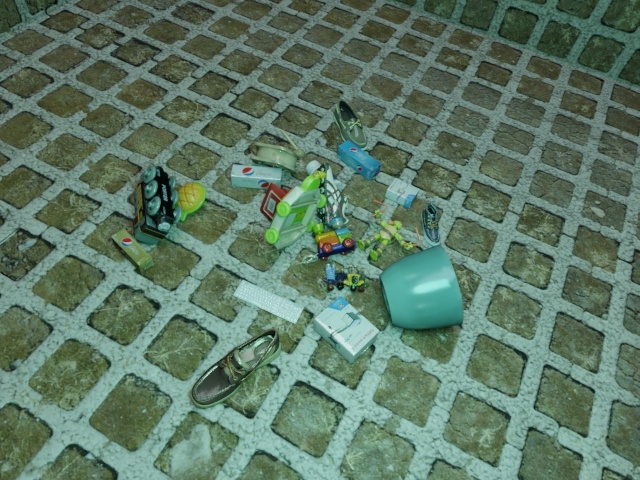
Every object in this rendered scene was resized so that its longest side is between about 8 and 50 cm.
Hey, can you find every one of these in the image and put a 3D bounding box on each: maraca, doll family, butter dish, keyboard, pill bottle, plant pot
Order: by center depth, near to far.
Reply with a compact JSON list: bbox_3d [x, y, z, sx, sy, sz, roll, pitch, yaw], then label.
[{"bbox_3d":[0.342,0.182,1.707,0.235,0.293,0.293,-13,55,1],"label":"plant pot"},{"bbox_3d":[-0.192,0.225,1.772,0.256,0.014,0.072,23,55,10],"label":"keyboard"},{"bbox_3d":[0.093,0.150,1.827,0.193,0.076,0.111,1,58,0],"label":"doll family"},{"bbox_3d":[-0.546,-0.160,1.967,0.127,0.099,0.185,40,85,25],"label":"maraca"},{"bbox_3d":[-0.149,-0.145,1.984,0.160,0.160,0.118,43,38,22],"label":"butter dish"},{"bbox_3d":[0.010,-0.273,2.111,0.094,0.094,0.169,-28,61,-24],"label":"pill bottle"}]

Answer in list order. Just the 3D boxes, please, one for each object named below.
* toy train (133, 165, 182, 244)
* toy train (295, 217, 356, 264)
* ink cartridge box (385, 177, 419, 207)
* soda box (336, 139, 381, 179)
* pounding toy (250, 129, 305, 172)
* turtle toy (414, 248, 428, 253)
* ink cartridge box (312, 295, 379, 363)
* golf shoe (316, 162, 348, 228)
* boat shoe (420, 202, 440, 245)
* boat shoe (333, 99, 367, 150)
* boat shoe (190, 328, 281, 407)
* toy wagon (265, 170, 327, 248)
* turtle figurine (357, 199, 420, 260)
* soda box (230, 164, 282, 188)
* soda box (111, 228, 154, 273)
[{"bbox_3d":[-0.655,-0.144,1.890,0.142,0.190,0.333,27,32,-46],"label":"toy train"},{"bbox_3d":[0.000,0.000,1.886,0.248,0.105,0.143,-14,70,-16],"label":"toy train"},{"bbox_3d":[0.361,-0.211,2.132,0.122,0.052,0.088,27,56,15],"label":"ink cartridge box"},{"bbox_3d":[0.176,-0.371,2.218,0.210,0.067,0.071,41,59,21],"label":"soda box"},{"bbox_3d":[-0.169,-0.393,2.122,0.270,0.154,0.154,15,87,24],"label":"pounding toy"},{"bbox_3d":[0.411,0.101,1.899,0.095,0.066,0.130,-24,60,-22],"label":"turtle toy"},{"bbox_3d":[0.089,0.314,1.698,0.191,0.082,0.140,39,59,22],"label":"ink cartridge box"},{"bbox_3d":[0.045,-0.187,2.005,0.120,0.105,0.272,-5,92,-21],"label":"golf shoe"},{"bbox_3d":[0.466,-0.069,2.019,0.065,0.083,0.183,-3,54,-9],"label":"boat shoe"},{"bbox_3d":[0.146,-0.562,2.340,0.109,0.091,0.305,-15,57,-17],"label":"boat shoe"},{"bbox_3d":[-0.272,0.402,1.564,0.342,0.123,0.123,-30,62,-25],"label":"boat shoe"},{"bbox_3d":[-0.079,-0.123,1.833,0.068,0.344,0.267,36,28,20],"label":"toy wagon"},{"bbox_3d":[0.255,-0.028,1.964,0.217,0.087,0.269,-37,74,-20],"label":"turtle figurine"},{"bbox_3d":[-0.278,-0.275,2.096,0.216,0.069,0.073,4,53,-4],"label":"soda box"},{"bbox_3d":[-0.710,0.040,1.819,0.181,0.061,0.058,39,58,20],"label":"soda box"}]
